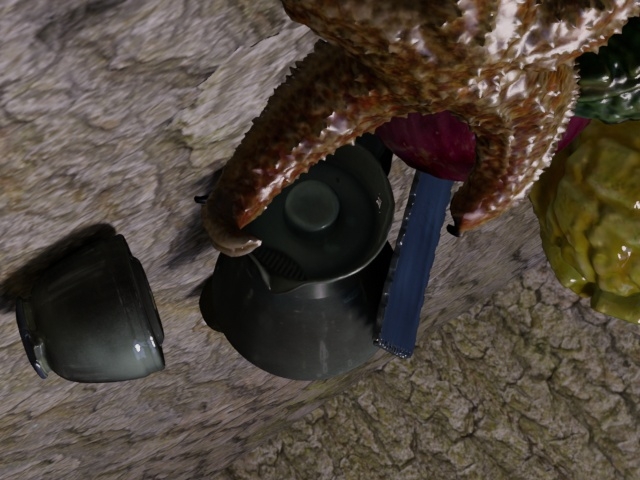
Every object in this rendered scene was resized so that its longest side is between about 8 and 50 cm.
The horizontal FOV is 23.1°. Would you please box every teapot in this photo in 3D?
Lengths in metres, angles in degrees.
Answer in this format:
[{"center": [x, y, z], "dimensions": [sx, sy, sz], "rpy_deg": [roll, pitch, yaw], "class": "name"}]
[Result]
[{"center": [-0.184, 0.050, 1.212], "dimensions": [0.108, 0.149, 0.111], "rpy_deg": [-17, 129, -5], "class": "teapot"}, {"center": [0.000, 0.000, 1.328], "dimensions": [0.203, 0.171, 0.225], "rpy_deg": [-54, 169, -19], "class": "teapot"}]

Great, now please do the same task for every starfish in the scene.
[{"center": [0.049, -0.096, 0.772], "dimensions": [0.312, 0.113, 0.303], "rpy_deg": [28, 134, -37], "class": "starfish"}]

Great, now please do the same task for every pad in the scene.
[{"center": [0.094, -0.030, 1.353], "dimensions": [0.269, 0.012, 0.269], "rpy_deg": [45, 60, -78], "class": "pad"}]

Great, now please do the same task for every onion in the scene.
[{"center": [0.116, -0.119, 1.141], "dimensions": [0.177, 0.153, 0.177], "rpy_deg": [-36, 180, 0], "class": "onion"}]

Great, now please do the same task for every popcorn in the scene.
[{"center": [0.389, -0.054, 1.875], "dimensions": [0.282, 0.247, 0.282], "rpy_deg": [-18, 126, -26], "class": "popcorn"}]

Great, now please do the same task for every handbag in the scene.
[{"center": [-0.072, 0.051, 1.546], "dimensions": [0.111, 0.072, 0.047], "rpy_deg": [-42, 152, 29], "class": "handbag"}]

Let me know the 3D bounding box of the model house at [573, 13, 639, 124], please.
[{"center": [0.148, -0.185, 0.857], "dimensions": [0.214, 0.195, 0.189], "rpy_deg": [-30, 162, 2], "class": "model house"}]
